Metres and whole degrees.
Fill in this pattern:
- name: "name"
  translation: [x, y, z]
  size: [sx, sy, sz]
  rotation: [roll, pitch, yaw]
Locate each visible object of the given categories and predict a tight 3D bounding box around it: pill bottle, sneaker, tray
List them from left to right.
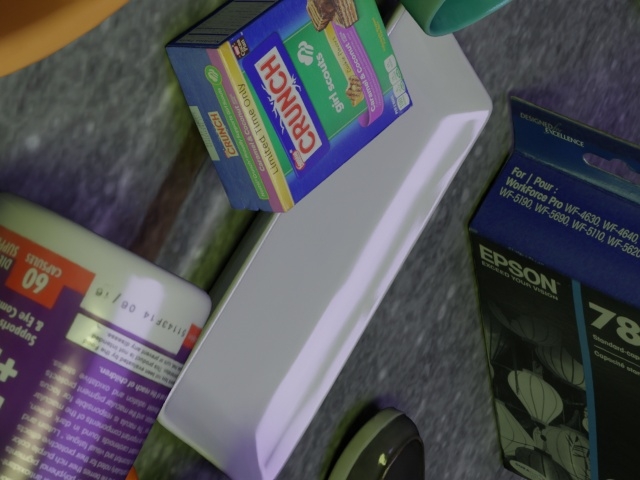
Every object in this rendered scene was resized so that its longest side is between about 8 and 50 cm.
- name: "pill bottle"
  translation: [-0.135, 0.086, 0.839]
  size: [0.193, 0.108, 0.108]
  rotation: [-63, 150, -5]
- name: "tray"
  translation: [0.000, 0.000, 1.068]
  size: [0.270, 0.030, 0.145]
  rotation: [-59, 150, -12]
- name: "sneaker"
  translation: [0.063, 0.214, 1.231]
  size: [0.083, 0.118, 0.222]
  rotation: [-30, 135, -45]

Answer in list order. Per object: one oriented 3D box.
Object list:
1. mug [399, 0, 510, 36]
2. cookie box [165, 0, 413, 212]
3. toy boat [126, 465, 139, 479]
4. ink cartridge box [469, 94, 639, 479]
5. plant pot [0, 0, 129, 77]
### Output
- name: "mug"
  translation: [0.083, -0.185, 0.961]
  size: [0.129, 0.097, 0.158]
  rotation: [-25, 166, -48]
- name: "cookie box"
  translation: [-0.013, -0.079, 0.954]
  size: [0.107, 0.040, 0.092]
  rotation: [-41, 120, -36]
- name: "toy boat"
  translation: [-0.102, 0.165, 0.950]
  size: [0.231, 0.151, 0.151]
  rotation: [-34, 107, -43]
- name: "ink cartridge box"
  translation: [0.186, 0.067, 1.275]
  size: [0.065, 0.165, 0.333]
  rotation: [-46, 144, -28]
- name: "plant pot"
  translation: [-0.152, -0.204, 0.512]
  size: [0.291, 0.203, 0.291]
  rotation: [-37, 139, -41]
